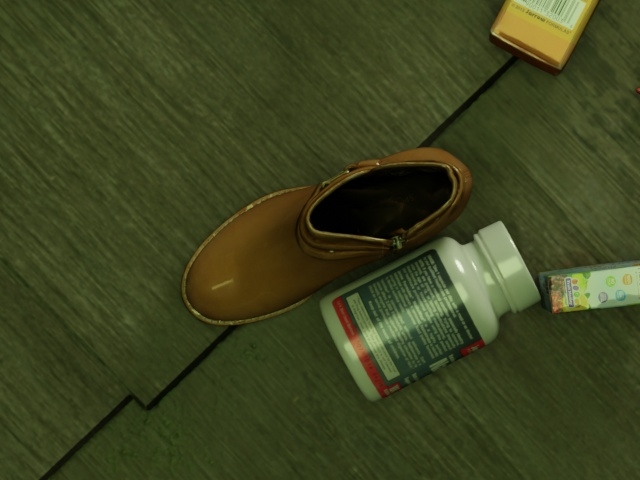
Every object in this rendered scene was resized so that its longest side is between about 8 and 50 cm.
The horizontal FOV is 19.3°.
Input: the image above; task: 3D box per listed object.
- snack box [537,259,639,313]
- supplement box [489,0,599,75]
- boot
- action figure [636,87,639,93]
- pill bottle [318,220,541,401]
[{"bbox_3d":[0.247,0.040,1.659,0.100,0.141,0.037,-8,90,3],"label":"snack box"},{"bbox_3d":[0.236,-0.268,1.684,0.080,0.078,0.233,29,92,5],"label":"supplement box"},{"bbox_3d":[0.000,0.000,1.630,0.283,0.220,0.109,-18,91,3],"label":"boot"},{"bbox_3d":[0.340,-0.263,1.670,0.139,0.091,0.280,30,93,-7],"label":"action figure"},{"bbox_3d":[0.100,0.059,1.683,0.180,0.108,0.108,-27,90,4],"label":"pill bottle"}]
